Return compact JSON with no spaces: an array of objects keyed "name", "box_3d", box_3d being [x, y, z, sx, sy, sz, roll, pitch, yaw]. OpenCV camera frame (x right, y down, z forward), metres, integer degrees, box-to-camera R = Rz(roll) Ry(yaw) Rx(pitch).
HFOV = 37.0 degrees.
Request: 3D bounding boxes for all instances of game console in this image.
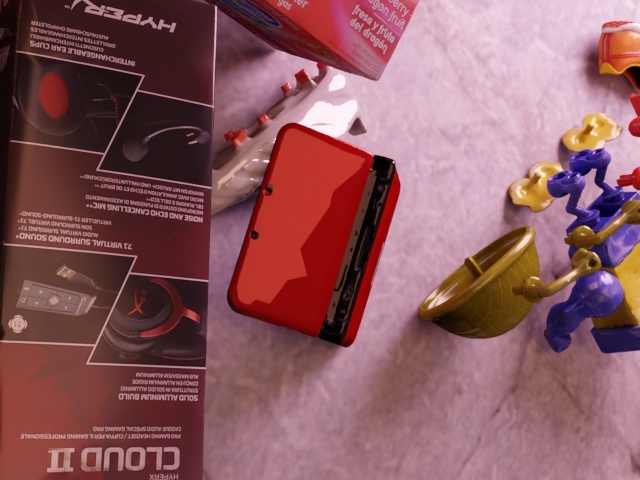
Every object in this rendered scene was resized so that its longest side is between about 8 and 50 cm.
[{"name":"game console","box_3d":[0.000,0.000,0.729,0.085,0.124,0.144,17,84,10]}]

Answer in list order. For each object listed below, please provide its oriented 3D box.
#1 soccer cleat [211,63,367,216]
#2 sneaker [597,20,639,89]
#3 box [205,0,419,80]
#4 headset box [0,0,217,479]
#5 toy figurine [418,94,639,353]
[{"name":"soccer cleat","box_3d":[-0.030,-0.065,0.732,0.196,0.068,0.076,-45,109,-34]},{"name":"sneaker","box_3d":[0.359,-0.194,1.026,0.175,0.064,0.067,0,101,-29]},{"name":"box","box_3d":[-0.048,-0.226,0.652,0.257,0.128,0.123,27,91,-45]},{"name":"headset box","box_3d":[-0.154,0.029,0.538,0.110,0.218,0.293,7,78,-31]},{"name":"toy figurine","box_3d":[0.280,0.034,0.853,0.362,0.191,0.217,-41,109,-31]}]
